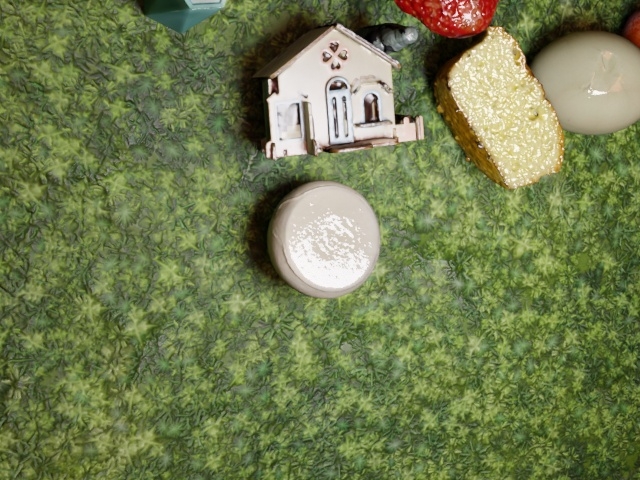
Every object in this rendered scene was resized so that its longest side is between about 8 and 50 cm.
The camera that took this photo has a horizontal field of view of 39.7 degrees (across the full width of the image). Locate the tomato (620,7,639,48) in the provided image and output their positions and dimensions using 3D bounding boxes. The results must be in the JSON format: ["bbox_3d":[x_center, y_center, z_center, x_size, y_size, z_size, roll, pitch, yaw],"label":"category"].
[{"bbox_3d":[0.766,-0.420,1.944,0.231,0.188,0.232,-2,97,-20],"label":"tomato"}]

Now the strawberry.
[{"bbox_3d":[0.228,-0.538,1.702,0.261,0.261,0.258,-16,124,-17],"label":"strawberry"}]

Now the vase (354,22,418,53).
[{"bbox_3d":[0.126,-0.387,1.697,0.059,0.211,0.060,-3,99,-21],"label":"vase"}]

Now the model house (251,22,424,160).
[{"bbox_3d":[0.033,-0.292,1.706,0.325,0.169,0.244,-8,100,-18],"label":"model house"}]

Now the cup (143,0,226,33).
[{"bbox_3d":[-0.226,-0.448,1.547,0.134,0.235,0.148,-12,101,-20],"label":"cup"}]

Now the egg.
[{"bbox_3d":[0.567,-0.331,1.863,0.269,0.219,0.219,6,97,-4],"label":"egg"}]

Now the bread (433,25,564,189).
[{"bbox_3d":[0.350,-0.267,1.822,0.194,0.179,0.340,-39,112,-9],"label":"bread"}]

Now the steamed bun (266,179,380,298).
[{"bbox_3d":[0.000,0.000,1.753,0.231,0.145,0.232,2,84,-20],"label":"steamed bun"}]
